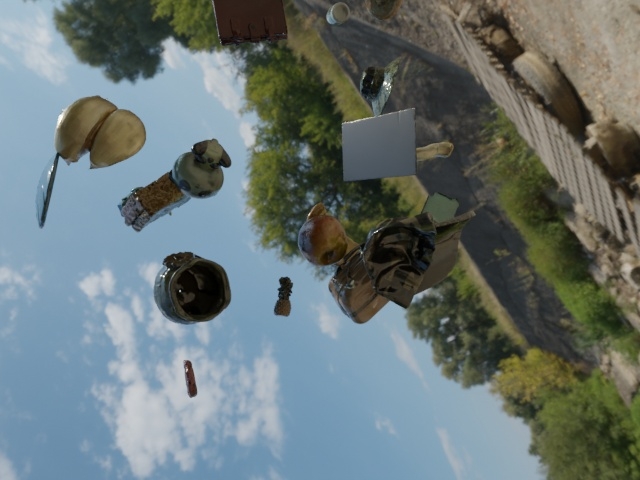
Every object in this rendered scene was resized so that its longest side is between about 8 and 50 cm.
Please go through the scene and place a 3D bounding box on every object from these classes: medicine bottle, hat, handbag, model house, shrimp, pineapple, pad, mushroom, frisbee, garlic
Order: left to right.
[{"bbox_3d":[-1.006,-0.186,1.810,0.049,0.290,0.290,12,-139,-29],"label":"frisbee"},{"bbox_3d":[-0.850,-0.418,1.924,0.286,0.249,0.313,49,-133,-17],"label":"garlic"},{"bbox_3d":[-0.258,-0.844,1.780,0.084,0.259,0.276,154,108,-76],"label":"handbag"},{"bbox_3d":[-0.146,0.224,1.985,0.074,0.074,0.160,29,-115,-61],"label":"pineapple"},{"bbox_3d":[0.071,-0.959,2.107,0.080,0.080,0.130,53,180,-21],"label":"medicine bottle"},{"bbox_3d":[0.166,0.130,1.799,0.149,0.301,0.283,44,174,48],"label":"handbag"},{"bbox_3d":[0.232,-0.667,2.119,0.128,0.266,0.266,17,-156,-5],"label":"hat"},{"bbox_3d":[0.180,-0.296,1.577,0.005,0.299,0.202,-3,-87,-44],"label":"pad"},{"bbox_3d":[0.216,-0.828,1.641,0.132,0.188,0.052,12,-148,-13],"label":"shrimp"},{"bbox_3d":[0.316,0.007,1.606,0.257,0.367,0.381,27,-143,18],"label":"hat"},{"bbox_3d":[0.392,-0.313,1.765,0.202,0.059,0.054,-13,-139,-31],"label":"mushroom"},{"bbox_3d":[0.431,-0.099,1.871,0.119,0.149,0.149,23,178,3],"label":"model house"}]

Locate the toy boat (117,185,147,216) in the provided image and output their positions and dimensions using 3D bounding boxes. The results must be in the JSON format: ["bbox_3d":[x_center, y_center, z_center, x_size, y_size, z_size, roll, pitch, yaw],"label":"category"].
[{"bbox_3d":[-0.810,-0.182,2.245,0.238,0.098,0.110,-66,-31,-59],"label":"toy boat"}]

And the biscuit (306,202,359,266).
[{"bbox_3d":[0.038,-0.006,2.046,0.299,0.154,0.045,47,174,-26],"label":"biscuit"}]

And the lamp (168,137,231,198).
[{"bbox_3d":[-0.445,-0.263,1.856,0.197,0.244,0.198,22,-134,-25],"label":"lamp"}]

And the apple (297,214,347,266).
[{"bbox_3d":[0.000,0.000,1.781,0.160,0.195,0.173,11,-139,-27],"label":"apple"}]

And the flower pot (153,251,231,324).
[{"bbox_3d":[-0.515,0.184,1.990,0.301,0.213,0.302,5,-97,-43],"label":"flower pot"}]

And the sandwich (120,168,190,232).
[{"bbox_3d":[-0.657,-0.185,2.086,0.131,0.262,0.325,52,-127,-7],"label":"sandwich"}]

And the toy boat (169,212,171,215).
[{"bbox_3d":[-0.711,-0.247,2.409,0.099,0.293,0.108,12,-151,-44],"label":"toy boat"}]

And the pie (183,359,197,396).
[{"bbox_3d":[-0.511,0.541,1.946,0.153,0.038,0.154,172,90,-70],"label":"pie"}]
